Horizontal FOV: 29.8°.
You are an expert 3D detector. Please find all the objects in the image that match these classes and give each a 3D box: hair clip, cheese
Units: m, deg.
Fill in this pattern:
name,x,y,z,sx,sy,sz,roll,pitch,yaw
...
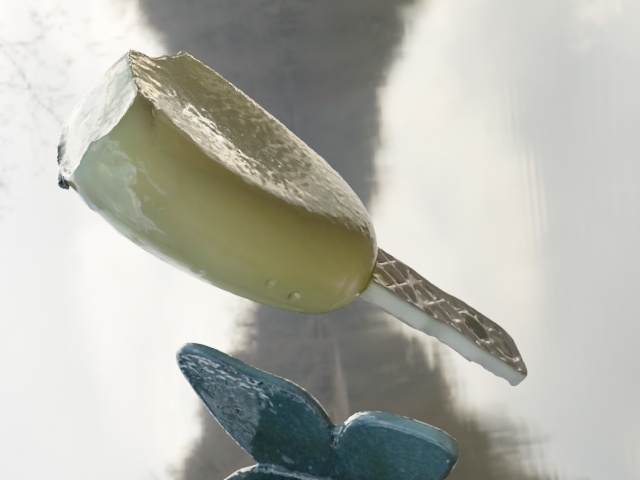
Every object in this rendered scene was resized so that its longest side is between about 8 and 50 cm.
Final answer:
name,x,y,z,sx,sy,sz,roll,pitch,yaw
hair clip,0.006,0.320,1.250,0.238,0.318,0.392,-66,-34,-26
cheese,0.000,0.000,0.540,0.050,0.255,0.127,-47,31,19
